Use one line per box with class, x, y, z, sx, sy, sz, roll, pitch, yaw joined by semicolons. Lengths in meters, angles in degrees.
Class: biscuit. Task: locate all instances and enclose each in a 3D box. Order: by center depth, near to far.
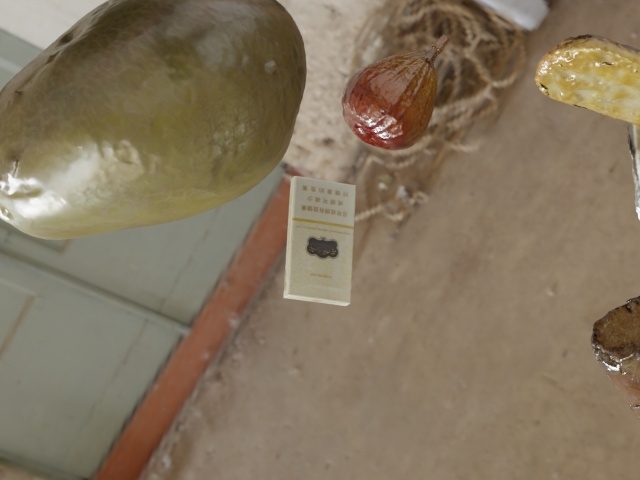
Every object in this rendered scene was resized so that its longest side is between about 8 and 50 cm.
biscuit;0.334;-0.142;1.230;0.118;0.247;0.029;123;160;-63

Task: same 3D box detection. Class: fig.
fig;0.085;-0.182;1.460;0.119;0.119;0.153;43;117;64

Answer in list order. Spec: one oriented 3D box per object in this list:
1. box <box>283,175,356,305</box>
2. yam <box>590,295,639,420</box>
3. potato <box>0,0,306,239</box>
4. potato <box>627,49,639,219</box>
box;0.000;0.000;1.653;0.024;0.090;0.166;144;132;-66
yam;0.315;0.123;1.173;0.079;0.141;0.079;-26;36;21
potato;-0.113;-0.082;0.807;0.160;0.235;0.178;58;165;19
potato;0.527;-0.130;1.632;0.196;0.246;0.299;-4;74;31
